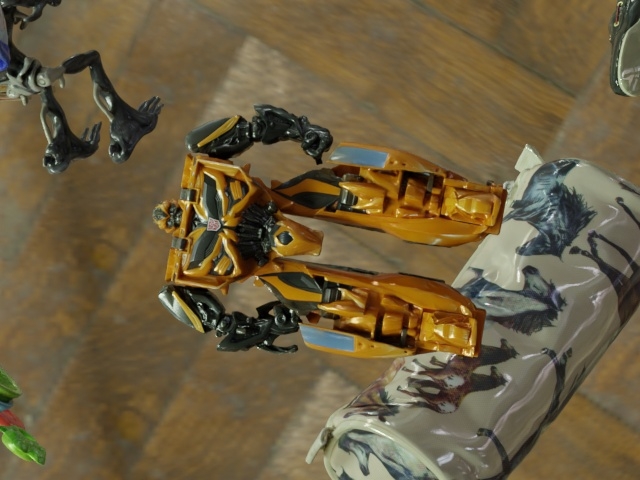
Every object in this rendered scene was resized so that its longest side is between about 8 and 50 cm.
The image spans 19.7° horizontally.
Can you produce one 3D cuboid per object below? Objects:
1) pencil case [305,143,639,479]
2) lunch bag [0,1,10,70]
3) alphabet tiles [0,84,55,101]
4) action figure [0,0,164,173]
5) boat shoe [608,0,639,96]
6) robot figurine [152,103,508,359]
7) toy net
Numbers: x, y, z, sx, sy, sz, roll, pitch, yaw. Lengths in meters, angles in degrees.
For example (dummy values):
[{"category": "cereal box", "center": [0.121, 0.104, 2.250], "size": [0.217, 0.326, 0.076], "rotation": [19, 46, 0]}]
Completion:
[{"category": "pencil case", "center": [0.165, 0.100, 1.769], "size": [0.183, 0.160, 0.410], "rotation": [31, 61, 17]}, {"category": "lunch bag", "center": [-0.411, -0.305, 1.303], "size": [0.239, 0.385, 0.328], "rotation": [-19, 66, 9]}, {"category": "alphabet tiles", "center": [-0.465, -0.152, 1.901], "size": [0.342, 0.285, 0.011], "rotation": [-2, 89, 18]}, {"category": "action figure", "center": [-0.275, -0.188, 1.691], "size": [0.164, 0.276, 0.141], "rotation": [-22, 35, 24]}, {"category": "boat shoe", "center": [0.264, -0.171, 1.536], "size": [0.042, 0.049, 0.133], "rotation": [-17, 45, 48]}, {"category": "robot figurine", "center": [0.000, 0.000, 1.522], "size": [0.291, 0.085, 0.211], "rotation": [9, 91, 7]}, {"category": "toy net", "center": [-0.278, 0.081, 1.378], "size": [0.045, 0.122, 0.232], "rotation": [-53, 43, 0]}]
